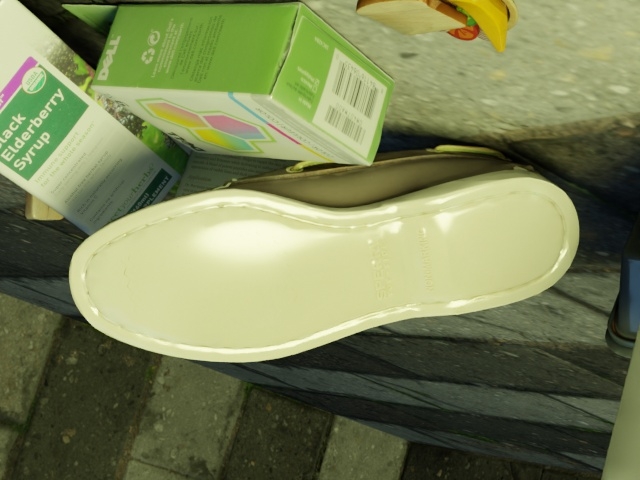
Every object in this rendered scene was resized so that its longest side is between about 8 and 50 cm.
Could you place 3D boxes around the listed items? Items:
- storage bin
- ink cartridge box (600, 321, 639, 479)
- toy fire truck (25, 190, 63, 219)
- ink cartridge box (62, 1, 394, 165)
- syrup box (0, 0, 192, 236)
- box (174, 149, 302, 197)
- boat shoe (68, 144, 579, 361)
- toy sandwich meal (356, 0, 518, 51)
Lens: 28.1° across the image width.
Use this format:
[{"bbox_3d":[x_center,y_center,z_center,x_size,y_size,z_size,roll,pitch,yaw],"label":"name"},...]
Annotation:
[{"bbox_3d":[0.271,0.027,0.885,0.135,0.098,0.091,12,139,25],"label":"storage bin"},{"bbox_3d":[0.333,0.078,0.680,0.307,0.223,0.129,20,167,-15],"label":"ink cartridge box"},{"bbox_3d":[-0.227,-0.064,1.013,0.135,0.192,0.047,53,154,-21],"label":"toy fire truck"},{"bbox_3d":[-0.070,-0.100,0.817,0.209,0.062,0.109,8,166,38],"label":"ink cartridge box"},{"bbox_3d":[-0.199,-0.089,0.878,0.096,0.093,0.237,34,175,32],"label":"syrup box"},{"bbox_3d":[-0.034,-0.043,0.959,0.101,0.087,0.102,11,167,29],"label":"box"},{"bbox_3d":[0.000,0.000,0.844,0.324,0.116,0.097,-9,-158,-6],"label":"boat shoe"},{"bbox_3d":[0.059,-0.116,0.648,0.085,0.029,0.085,16,168,4],"label":"toy sandwich meal"}]
